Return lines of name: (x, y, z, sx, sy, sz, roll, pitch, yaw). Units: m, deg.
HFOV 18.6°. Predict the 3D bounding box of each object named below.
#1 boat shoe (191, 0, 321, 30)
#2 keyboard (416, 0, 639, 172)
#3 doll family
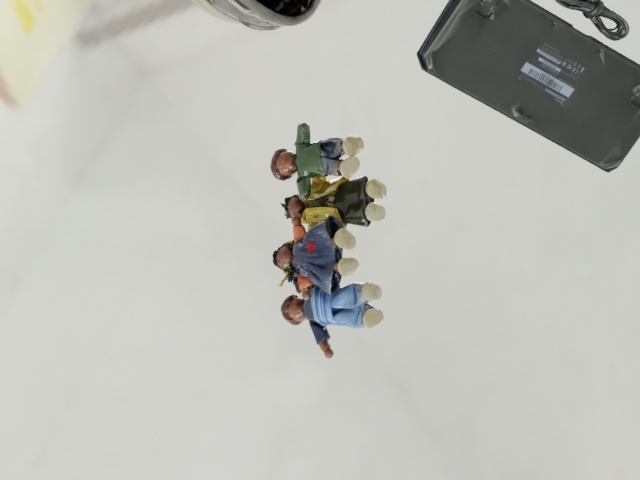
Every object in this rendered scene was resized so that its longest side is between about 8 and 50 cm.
boat shoe: (-0.094, -0.295, 1.386, 0.132, 0.355, 0.130, -44, -146, -9)
keyboard: (0.164, -0.128, 1.351, 0.108, 0.180, 0.023, -56, -154, 16)
doll family: (0.000, 0.000, 1.645, 0.111, 0.076, 0.193, -6, -105, 45)
